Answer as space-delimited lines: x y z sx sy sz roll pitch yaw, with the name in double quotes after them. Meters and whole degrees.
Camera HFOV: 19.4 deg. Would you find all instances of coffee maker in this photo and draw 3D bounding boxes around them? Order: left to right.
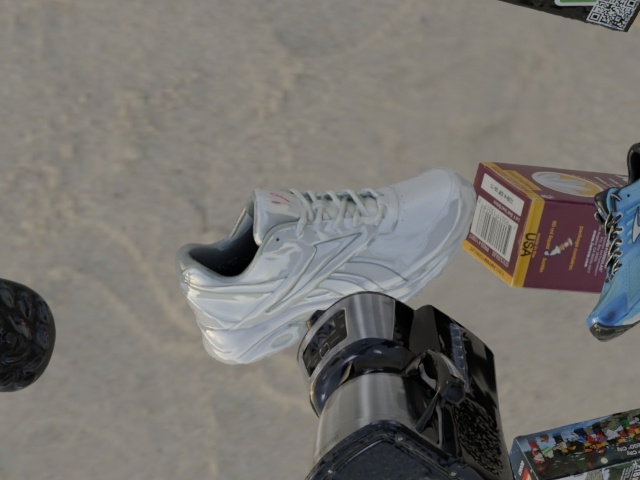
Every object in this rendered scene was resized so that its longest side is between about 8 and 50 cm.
0.059 0.135 1.126 0.120 0.178 0.171 -26 113 13 "coffee maker"

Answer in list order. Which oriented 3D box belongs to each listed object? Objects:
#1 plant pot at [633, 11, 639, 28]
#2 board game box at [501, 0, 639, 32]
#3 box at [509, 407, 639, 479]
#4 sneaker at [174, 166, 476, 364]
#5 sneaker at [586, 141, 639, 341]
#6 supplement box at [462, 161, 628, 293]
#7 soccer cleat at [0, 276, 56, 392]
0.312 -0.290 1.583 0.256 0.274 0.256 -3 64 7 "plant pot"
0.001 -0.148 0.570 0.260 0.030 0.136 12 134 -12 "board game box"
0.201 0.214 1.369 0.233 0.159 0.044 98 155 -46 "box"
0.000 0.000 1.352 0.232 0.115 0.090 -28 37 4 "sneaker"
0.214 -0.001 1.306 0.073 0.162 0.063 32 149 -8 "sneaker"
0.229 -0.008 1.587 0.104 0.188 0.080 -136 54 -59 "supplement box"
-0.340 0.033 1.332 0.116 0.318 0.108 2 73 46 "soccer cleat"
